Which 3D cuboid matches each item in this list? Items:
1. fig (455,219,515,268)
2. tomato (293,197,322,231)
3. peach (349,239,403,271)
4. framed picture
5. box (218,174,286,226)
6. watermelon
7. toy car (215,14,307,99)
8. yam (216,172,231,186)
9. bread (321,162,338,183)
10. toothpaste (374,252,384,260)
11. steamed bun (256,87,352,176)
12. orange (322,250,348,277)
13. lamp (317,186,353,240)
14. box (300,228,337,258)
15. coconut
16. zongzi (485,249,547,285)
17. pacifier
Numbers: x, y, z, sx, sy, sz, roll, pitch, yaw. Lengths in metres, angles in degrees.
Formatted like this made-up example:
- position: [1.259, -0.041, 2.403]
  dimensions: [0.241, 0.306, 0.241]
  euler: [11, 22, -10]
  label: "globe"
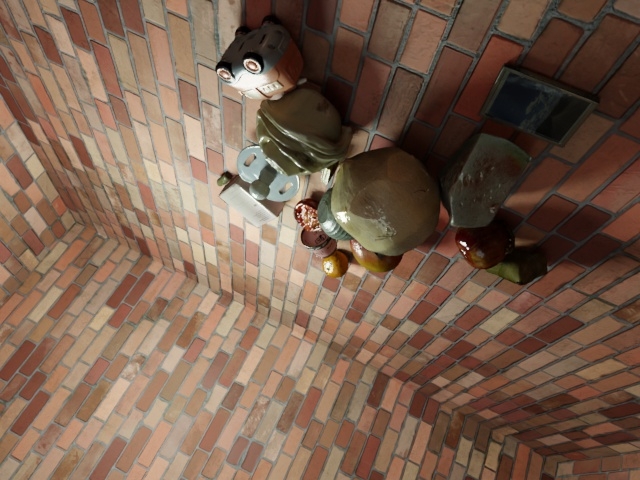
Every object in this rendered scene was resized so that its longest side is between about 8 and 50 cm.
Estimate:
- position: [0.585, 0.004, 1.723]
  dimensions: [0.205, 0.205, 0.205]
  euler: [21, 150, 13]
  label: "fig"
- position: [-0.041, -0.122, 2.153]
  dimensions: [0.166, 0.082, 0.174]
  euler: [31, 147, -13]
  label: "tomato"
- position: [0.235, 0.017, 2.013]
  dimensions: [0.230, 0.231, 0.231]
  euler: [21, 150, 13]
  label: "peach"
- position: [0.580, -0.360, 1.312]
  dimensions: [0.259, 0.023, 0.189]
  euler: [24, 153, 7]
  label: "framed picture"
- position: [-0.320, -0.189, 2.264]
  dimensions: [0.251, 0.106, 0.203]
  euler: [41, 148, -19]
  label: "box"
- position: [0.470, -0.147, 1.496]
  dimensions: [0.228, 0.258, 0.387]
  euler: [29, 155, 5]
  label: "watermelon"
- position: [-0.180, -0.545, 1.527]
  dimensions: [0.270, 0.181, 0.212]
  euler: [0, 150, 39]
  label: "toy car"
- position: [-0.457, -0.286, 2.294]
  dimensions: [0.043, 0.043, 0.094]
  euler: [42, 150, -23]
  label: "yam"
- position: [0.038, -0.273, 1.835]
  dimensions: [0.035, 0.095, 0.090]
  euler: [25, 150, 8]
  label: "bread"
- position: [0.244, -0.054, 1.827]
  dimensions: [0.096, 0.266, 0.061]
  euler: [44, 145, -24]
  label: "toothpaste"
- position: [-0.072, -0.337, 1.672]
  dimensions: [0.324, 0.220, 0.309]
  euler: [5, 154, 39]
  label: "steamed bun"
- position: [0.077, 0.116, 2.386]
  dimensions: [0.135, 0.117, 0.136]
  euler: [16, 112, 47]
  label: "orange"
- position: [0.105, -0.111, 1.903]
  dimensions: [0.233, 0.233, 0.265]
  euler: [35, 147, -11]
  label: "lamp"
- position: [0.000, 0.000, 2.251]
  dimensions: [0.151, 0.151, 0.135]
  euler: [10, 154, 29]
  label: "box"
- position: [0.209, -0.148, 1.623]
  dimensions: [0.360, 0.346, 0.346]
  euler: [49, 146, -17]
  label: "coconut"
- position: [0.663, 0.107, 1.749]
  dimensions: [0.228, 0.256, 0.115]
  euler: [5, 111, 42]
  label: "zongzi"
- position: [-0.214, -0.251, 1.965]
  dimensions: [0.287, 0.226, 0.238]
  euler: [39, 130, -21]
  label: "pacifier"
